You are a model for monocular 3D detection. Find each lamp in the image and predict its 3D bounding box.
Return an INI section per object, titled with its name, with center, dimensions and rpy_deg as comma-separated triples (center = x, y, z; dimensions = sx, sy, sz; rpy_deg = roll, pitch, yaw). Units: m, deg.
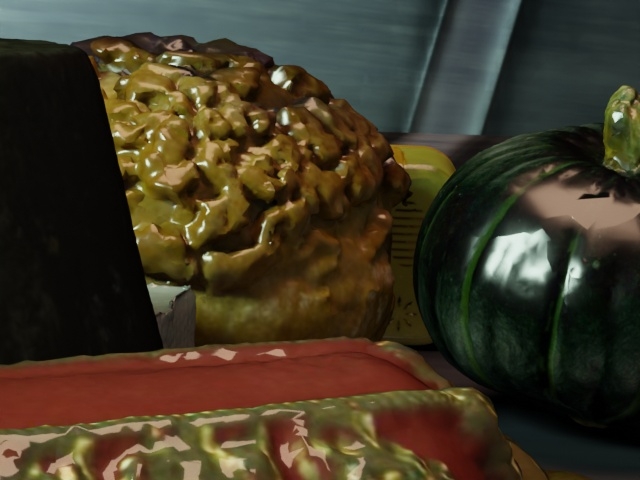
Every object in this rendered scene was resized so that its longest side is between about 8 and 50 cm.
[lamp]
center = -0.056, 0.118, 0.601
dimensions = 0.274, 0.177, 0.177
rpy_deg = -1, 10, -23

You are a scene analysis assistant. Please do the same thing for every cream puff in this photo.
[cream puff]
center = -0.112, -0.016, 1.225
dimensions = 0.327, 0.231, 0.343
rpy_deg = -5, 11, -23

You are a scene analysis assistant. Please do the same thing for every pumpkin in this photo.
[pumpkin]
center = 0.180, 0.013, 1.177
dimensions = 0.250, 0.216, 0.250
rpy_deg = -1, 18, 0

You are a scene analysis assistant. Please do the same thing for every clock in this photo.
[clock]
center = 0.000, 0.000, 1.418
dimensions = 0.202, 0.143, 0.096
rpy_deg = 3, 11, 1

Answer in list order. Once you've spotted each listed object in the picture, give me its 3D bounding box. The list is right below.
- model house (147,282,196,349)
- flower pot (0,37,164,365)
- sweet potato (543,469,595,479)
[model house]
center = -0.115, 0.078, 1.022
dimensions = 0.088, 0.100, 0.101
rpy_deg = 2, 13, 14
[flower pot]
center = -0.210, 0.038, 0.810
dimensions = 0.379, 0.251, 0.379
rpy_deg = 0, 8, 0
[sweet potato]
center = 0.066, 0.125, 0.908
dimensions = 0.274, 0.067, 0.067
rpy_deg = 8, 10, 42
